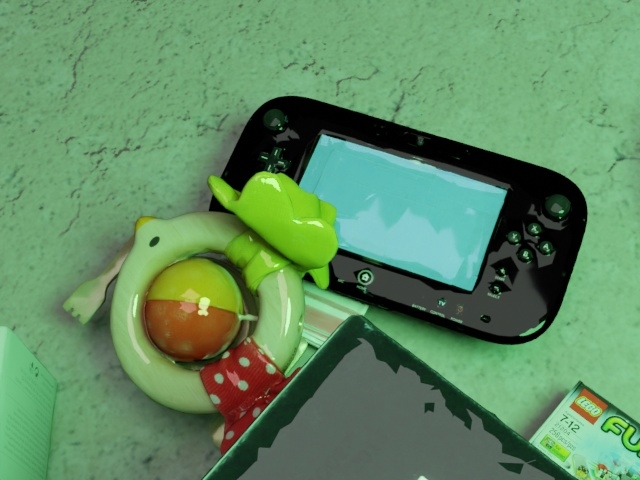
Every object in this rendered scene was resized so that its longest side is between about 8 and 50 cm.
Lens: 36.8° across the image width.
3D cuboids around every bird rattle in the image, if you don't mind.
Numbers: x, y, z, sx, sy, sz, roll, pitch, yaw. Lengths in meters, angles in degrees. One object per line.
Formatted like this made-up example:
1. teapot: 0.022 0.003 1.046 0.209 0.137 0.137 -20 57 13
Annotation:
1. bird rattle: -0.070 0.068 0.778 0.207 0.143 0.253 5 91 19

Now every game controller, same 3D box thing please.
1. game controller: 0.064 -0.022 0.846 0.319 0.067 0.166 18 62 14

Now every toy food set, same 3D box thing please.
1. toy food set: -0.114 0.078 0.839 0.192 0.038 0.132 40 81 13

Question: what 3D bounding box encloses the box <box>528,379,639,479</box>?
1. box: 0.252 0.213 0.742 0.207 0.036 0.114 36 59 20

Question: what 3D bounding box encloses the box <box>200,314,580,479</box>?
1. box: 0.084 0.245 0.601 0.296 0.294 0.183 37 72 21

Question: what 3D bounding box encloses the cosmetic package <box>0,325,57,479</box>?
1. cosmetic package: -0.342 0.197 0.747 0.224 0.138 0.224 -4 63 2

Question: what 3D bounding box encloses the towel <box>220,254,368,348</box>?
1. towel: 0.000 0.000 0.893 0.144 0.029 0.197 23 63 15
